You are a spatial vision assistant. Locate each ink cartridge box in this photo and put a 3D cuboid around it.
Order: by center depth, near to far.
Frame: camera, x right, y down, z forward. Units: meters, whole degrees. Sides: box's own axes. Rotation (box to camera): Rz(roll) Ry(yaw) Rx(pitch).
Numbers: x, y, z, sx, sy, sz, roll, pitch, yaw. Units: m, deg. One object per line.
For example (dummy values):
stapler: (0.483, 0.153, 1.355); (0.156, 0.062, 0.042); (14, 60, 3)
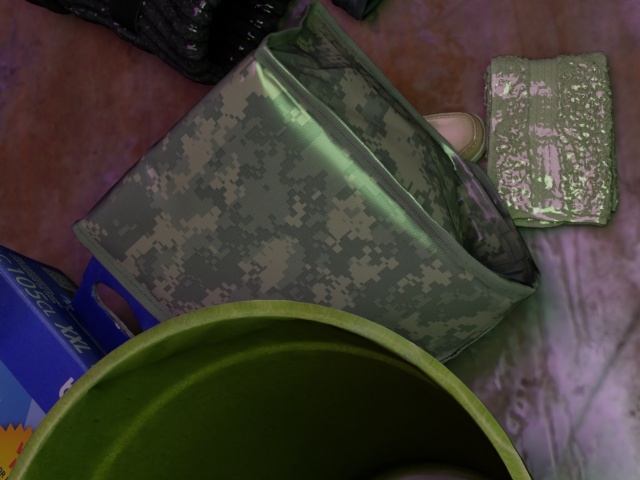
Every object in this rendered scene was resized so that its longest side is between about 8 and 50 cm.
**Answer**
ink cartridge box: (-0.270, 0.191, 1.165); (0.395, 0.151, 0.270); (-49, 64, 4)

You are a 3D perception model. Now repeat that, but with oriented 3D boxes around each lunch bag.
lunch bag: (0.000, 0.000, 1.058); (0.287, 0.169, 0.235); (47, 117, -5)

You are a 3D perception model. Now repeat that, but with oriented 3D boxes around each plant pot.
plant pot: (0.022, 0.254, 0.907); (0.366, 0.353, 0.367); (-6, 74, 21)

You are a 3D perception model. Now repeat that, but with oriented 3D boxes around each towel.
towel: (0.185, -0.082, 1.094); (0.110, 0.027, 0.148); (-1, 76, 13)

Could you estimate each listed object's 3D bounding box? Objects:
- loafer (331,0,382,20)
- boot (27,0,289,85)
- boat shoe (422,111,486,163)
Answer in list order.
loafer: (0.089, -0.285, 1.170); (0.223, 0.076, 0.078); (-45, 70, 13)
boot: (-0.121, -0.332, 1.233); (0.260, 0.131, 0.348); (23, 98, 33)
boat shoe: (0.056, -0.071, 1.136); (0.170, 0.059, 0.063); (-18, 71, 18)
